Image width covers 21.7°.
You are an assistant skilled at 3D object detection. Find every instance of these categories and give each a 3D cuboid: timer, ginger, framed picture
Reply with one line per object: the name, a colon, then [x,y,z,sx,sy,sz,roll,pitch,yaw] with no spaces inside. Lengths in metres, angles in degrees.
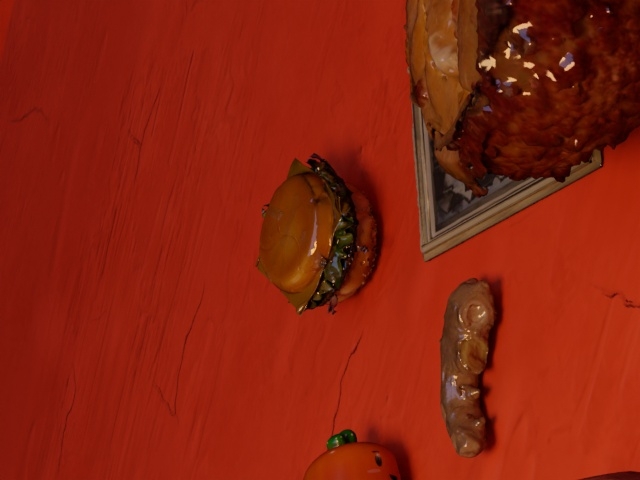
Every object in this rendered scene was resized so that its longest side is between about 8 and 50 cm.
timer: [0.033,0.253,1.712,0.136,0.099,0.136,-35,43,41]
ginger: [0.141,0.122,1.602,0.069,0.051,0.173,160,110,-64]
framed picture: [0.169,-0.130,1.644,0.296,0.019,0.232,-33,54,54]

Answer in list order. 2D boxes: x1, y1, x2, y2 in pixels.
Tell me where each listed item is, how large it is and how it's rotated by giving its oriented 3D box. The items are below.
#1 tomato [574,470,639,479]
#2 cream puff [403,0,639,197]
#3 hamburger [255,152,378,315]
tomato: [0.245,0.285,1.238,0.309,0.170,0.309,10,107,35]
cream puff: [0.195,-0.216,1.401,0.350,0.228,0.351,176,90,-81]
hamburger: [-0.001,-0.004,1.841,0.164,0.093,0.189,-64,34,25]
